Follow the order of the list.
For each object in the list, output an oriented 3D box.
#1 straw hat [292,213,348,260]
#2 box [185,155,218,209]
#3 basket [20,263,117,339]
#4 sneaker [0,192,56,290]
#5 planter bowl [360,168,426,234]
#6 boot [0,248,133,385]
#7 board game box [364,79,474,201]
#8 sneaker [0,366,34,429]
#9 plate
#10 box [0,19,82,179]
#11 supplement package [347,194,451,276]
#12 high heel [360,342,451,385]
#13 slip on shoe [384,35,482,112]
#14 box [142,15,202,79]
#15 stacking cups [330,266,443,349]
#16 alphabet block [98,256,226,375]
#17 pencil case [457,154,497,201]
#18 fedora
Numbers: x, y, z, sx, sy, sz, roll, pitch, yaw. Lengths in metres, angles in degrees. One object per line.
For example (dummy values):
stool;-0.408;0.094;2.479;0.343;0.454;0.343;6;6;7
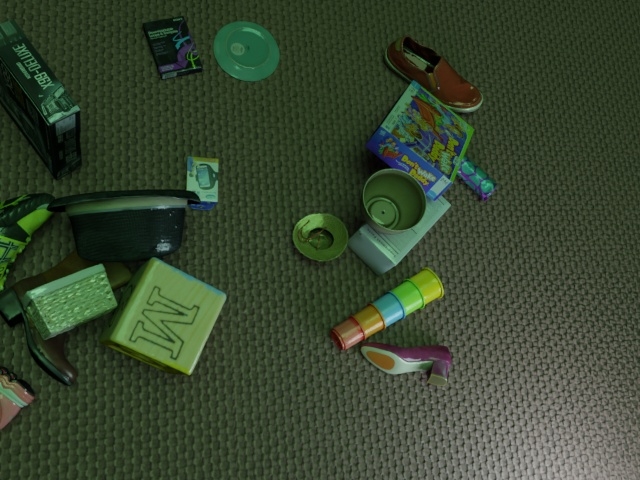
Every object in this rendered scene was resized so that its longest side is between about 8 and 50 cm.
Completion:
straw hat;0.000;0.000;1.679;0.144;0.061;0.144;0;67;-1
box;-0.305;-0.148;1.646;0.081;0.028;0.136;3;73;-16
basket;-0.538;0.134;1.376;0.167;0.113;0.103;-23;88;-35
sneaker;-0.743;0.031;1.423;0.385;0.145;0.147;-44;121;-29
planter bowl;0.167;-0.083;1.581;0.162;0.109;0.162;4;72;-12
boot;-0.555;0.159;1.476;0.280;0.096;0.264;-36;82;-31
board game box;0.281;-0.283;1.747;0.233;0.078;0.347;38;39;-4
sneaker;-0.771;0.288;1.342;0.314;0.116;0.136;36;72;-4
plate;-0.204;-0.534;1.783;0.188;0.024;0.188;4;75;-16
box;-0.638;-0.303;1.437;0.076;0.307;0.242;-36;88;-26
supplement package;0.205;-0.044;1.711;0.139;0.134;0.244;45;68;1
high heel;0.226;0.290;1.674;0.244;0.082;0.117;16;42;1
slip on shoe;0.344;-0.492;1.895;0.331;0.101;0.123;32;67;-8
box;-0.398;-0.520;1.719;0.116;0.029;0.162;-19;80;-20
stacking cups;0.169;0.176;1.667;0.316;0.096;0.096;-25;84;-20
alphabet block;-0.357;0.177;1.441;0.193;0.192;0.197;29;68;-18
pencil case;0.442;-0.186;1.860;0.152;0.064;0.070;40;52;-2
fedora;-0.435;-0.028;1.444;0.334;0.334;0.152;-5;90;-18
